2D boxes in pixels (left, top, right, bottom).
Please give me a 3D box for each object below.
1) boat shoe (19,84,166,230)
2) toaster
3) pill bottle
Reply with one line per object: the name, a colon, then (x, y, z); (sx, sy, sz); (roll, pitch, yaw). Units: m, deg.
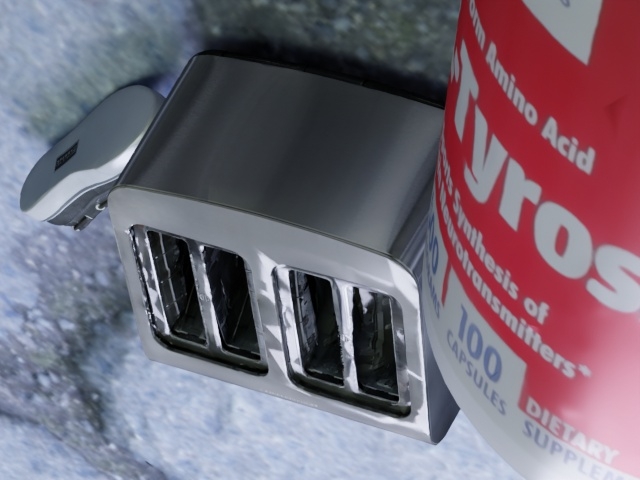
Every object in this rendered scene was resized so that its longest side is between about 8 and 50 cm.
boat shoe: (-0.111, -0.042, 1.042); (0.040, 0.049, 0.142); (25, 150, -27)
toaster: (0.000, 0.000, 0.955); (0.168, 0.110, 0.185); (15, 141, 18)
pill bottle: (0.162, -0.090, 0.636); (0.229, 0.229, 0.407); (21, 143, 13)
